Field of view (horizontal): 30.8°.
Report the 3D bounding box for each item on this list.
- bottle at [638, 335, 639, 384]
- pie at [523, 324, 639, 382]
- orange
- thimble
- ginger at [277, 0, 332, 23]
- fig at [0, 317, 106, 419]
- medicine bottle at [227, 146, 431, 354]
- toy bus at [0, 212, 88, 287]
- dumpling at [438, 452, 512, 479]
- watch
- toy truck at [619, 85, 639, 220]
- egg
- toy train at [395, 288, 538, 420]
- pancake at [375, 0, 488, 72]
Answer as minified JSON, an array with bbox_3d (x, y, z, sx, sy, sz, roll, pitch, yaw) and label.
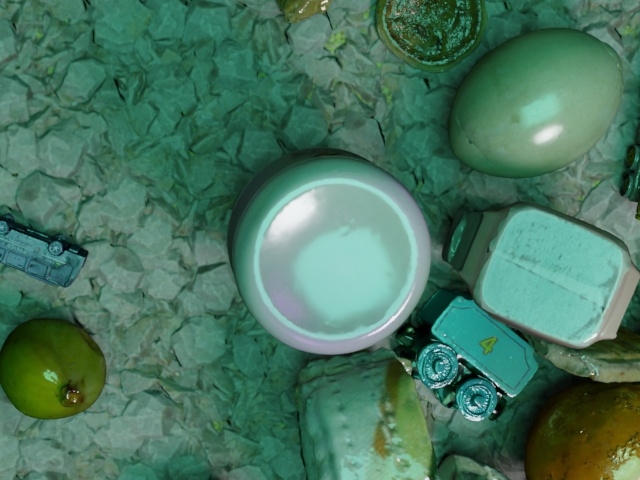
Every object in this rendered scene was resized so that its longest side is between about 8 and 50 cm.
[{"bbox_3d":[0.535,0.094,1.669,0.112,0.112,0.260,16,97,-9],"label":"bottle"},{"bbox_3d":[0.368,0.140,1.623,0.195,0.195,0.046,16,109,-9],"label":"pie"},{"bbox_3d":[0.409,0.306,1.631,0.240,0.240,0.240,-1,100,-6],"label":"orange"},{"bbox_3d":[0.063,0.296,1.580,0.167,0.254,0.288,-9,88,-7],"label":"thimble"},{"bbox_3d":[-0.015,-0.382,1.548,0.095,0.069,0.190,5,98,-12],"label":"ginger"},{"bbox_3d":[-0.365,0.176,1.581,0.153,0.121,0.135,9,105,15],"label":"fig"},{"bbox_3d":[0.000,0.000,1.496,0.241,0.302,0.241,-1,100,-7],"label":"medicine bottle"},{"bbox_3d":[-0.403,0.010,1.581,0.166,0.047,0.065,22,101,-8],"label":"toy bus"},{"bbox_3d":[0.239,0.376,1.667,0.092,0.176,0.150,-34,117,-17],"label":"dumpling"},{"bbox_3d":[0.286,0.038,1.564,0.253,0.241,0.161,25,93,7],"label":"watch"},{"bbox_3d":[0.498,-0.128,1.627,0.098,0.114,0.226,8,98,-8],"label":"toy truck"},{"bbox_3d":[0.287,-0.182,1.556,0.253,0.186,0.186,-31,102,1],"label":"egg"},{"bbox_3d":[0.206,0.162,1.651,0.198,0.107,0.154,41,85,-12],"label":"toy train"},{"bbox_3d":[0.153,-0.309,1.601,0.158,0.028,0.158,-1,100,-4],"label":"pancake"}]
